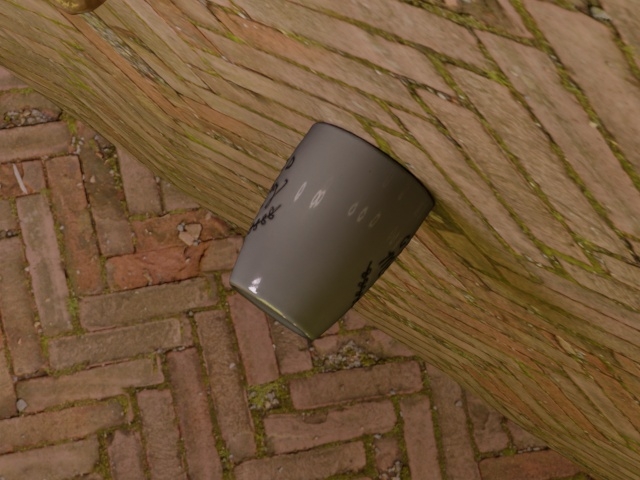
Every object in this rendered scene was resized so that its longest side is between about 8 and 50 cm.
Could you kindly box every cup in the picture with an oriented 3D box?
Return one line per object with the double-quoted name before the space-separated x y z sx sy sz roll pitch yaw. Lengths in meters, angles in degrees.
"cup" 0.000 0.000 1.701 0.186 0.234 0.258 35 174 -1

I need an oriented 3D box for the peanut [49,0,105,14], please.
"peanut" -0.340 -0.339 1.522 0.226 0.108 0.095 32 167 0
